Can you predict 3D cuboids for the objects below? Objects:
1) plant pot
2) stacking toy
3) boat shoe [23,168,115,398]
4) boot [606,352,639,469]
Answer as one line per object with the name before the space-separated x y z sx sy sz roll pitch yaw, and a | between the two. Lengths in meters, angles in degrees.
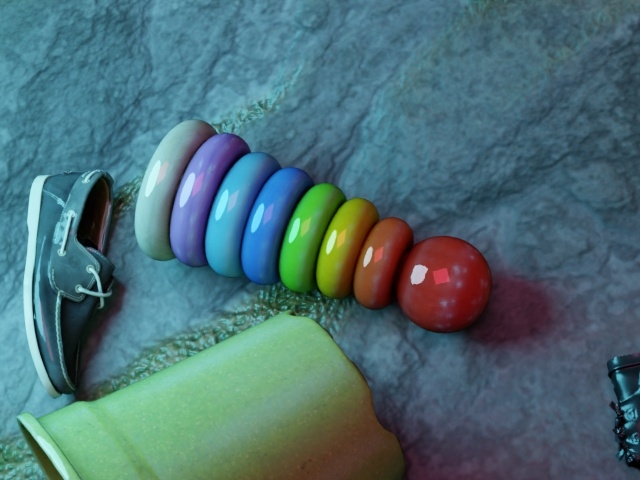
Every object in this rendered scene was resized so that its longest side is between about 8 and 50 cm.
plant pot | -0.078 0.197 1.370 0.254 0.276 0.276 -33 65 -16
stacking toy | 0.000 0.000 1.491 0.330 0.141 0.141 19 73 15
boat shoe | -0.239 0.037 1.548 0.079 0.084 0.233 -6 64 10
boot | 0.310 0.143 1.407 0.121 0.045 0.099 -14 63 14
